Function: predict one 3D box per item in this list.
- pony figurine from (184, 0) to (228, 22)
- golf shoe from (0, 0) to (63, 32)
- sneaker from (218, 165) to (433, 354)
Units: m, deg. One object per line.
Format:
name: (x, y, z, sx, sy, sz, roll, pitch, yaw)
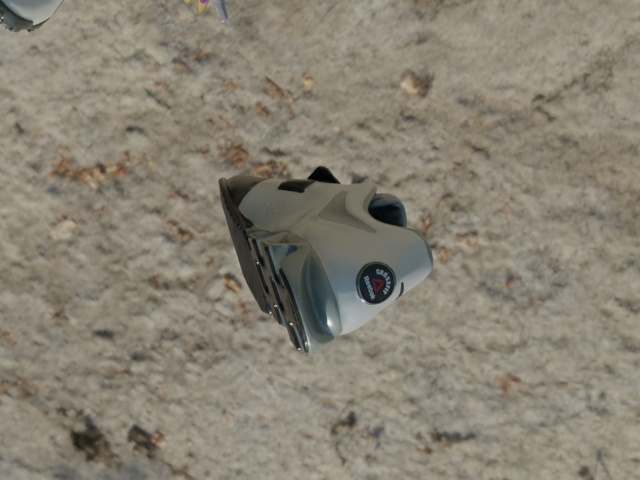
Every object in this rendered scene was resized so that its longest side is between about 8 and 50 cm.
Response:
pony figurine: (-0.165, -0.445, 1.008, 0.351, 0.303, 0.363, 53, 152, 3)
golf shoe: (-0.303, -0.344, 1.110, 0.120, 0.273, 0.105, -24, 119, 35)
sneaker: (0.000, 0.000, 0.878, 0.146, 0.330, 0.122, -22, 113, -12)
